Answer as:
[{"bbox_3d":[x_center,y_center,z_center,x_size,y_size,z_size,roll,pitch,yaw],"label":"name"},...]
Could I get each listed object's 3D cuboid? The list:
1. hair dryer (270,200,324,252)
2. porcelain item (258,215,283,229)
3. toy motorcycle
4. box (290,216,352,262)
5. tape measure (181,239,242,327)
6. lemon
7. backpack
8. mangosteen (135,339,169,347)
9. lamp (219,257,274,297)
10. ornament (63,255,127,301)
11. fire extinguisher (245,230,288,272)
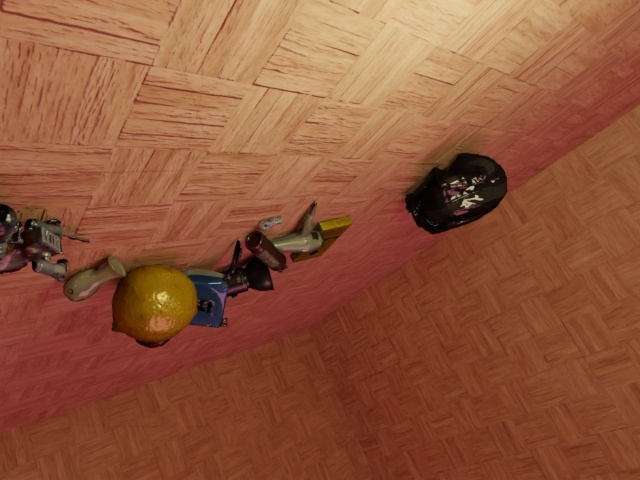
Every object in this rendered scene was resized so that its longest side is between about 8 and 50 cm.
[{"bbox_3d":[-0.107,-0.028,1.571,0.229,0.092,0.267,-19,148,-5],"label":"hair dryer"},{"bbox_3d":[-0.161,-0.056,1.446,0.083,0.028,0.036,-17,147,-30],"label":"porcelain item"},{"bbox_3d":[-0.588,0.008,0.848,0.207,0.134,0.401,-22,162,8],"label":"toy motorcycle"},{"bbox_3d":[0.000,0.000,1.816,0.153,0.041,0.279,-14,160,-36],"label":"box"},{"bbox_3d":[-0.394,0.144,1.508,0.215,0.098,0.351,9,120,-15],"label":"tape measure"},{"bbox_3d":[-0.487,0.187,1.341,0.228,0.229,0.253,-35,160,26],"label":"lemon"},{"bbox_3d":[0.528,-0.182,1.712,0.363,0.255,0.446,-24,177,-5],"label":"backpack"},{"bbox_3d":[-0.600,0.293,1.608,0.166,0.166,0.180,-13,141,-36],"label":"mangosteen"},{"bbox_3d":[-0.302,0.152,1.694,0.227,0.147,0.172,-15,159,-9],"label":"lamp"},{"bbox_3d":[-0.609,0.105,1.200,0.156,0.081,0.075,-30,129,1],"label":"ornament"},{"bbox_3d":[-0.182,0.052,1.551,0.099,0.071,0.231,4,153,29],"label":"fire extinguisher"}]
